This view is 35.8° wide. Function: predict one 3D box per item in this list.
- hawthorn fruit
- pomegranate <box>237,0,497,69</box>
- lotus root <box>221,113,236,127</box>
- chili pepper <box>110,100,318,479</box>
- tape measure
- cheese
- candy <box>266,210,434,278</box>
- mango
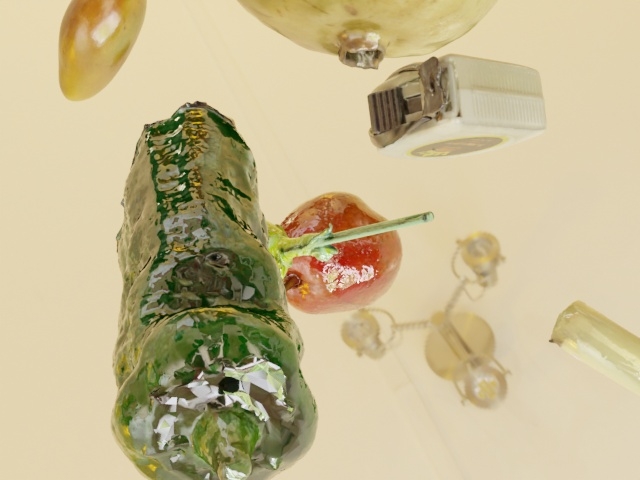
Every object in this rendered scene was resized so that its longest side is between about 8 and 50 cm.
[{"bbox_3d":[0.004,0.034,1.484,0.196,0.197,0.225,21,-144,33],"label":"hawthorn fruit"},{"bbox_3d":[0.040,-0.334,1.011,0.332,0.332,0.333,-12,-121,20],"label":"pomegranate"},{"bbox_3d":[-0.201,-0.172,1.796,0.095,0.159,0.135,22,-101,3],"label":"lotus root"},{"bbox_3d":[-0.066,0.039,0.540,0.136,0.099,0.270,-52,-149,16],"label":"chili pepper"},{"bbox_3d":[0.163,-0.192,1.413,0.231,0.271,0.133,-11,-94,44],"label":"tape measure"},{"bbox_3d":[0.338,0.141,0.936,0.255,0.127,0.050,32,-87,16],"label":"cheese"},{"bbox_3d":[0.002,0.001,1.029,0.262,0.077,0.073,-13,-162,34],"label":"candy"},{"bbox_3d":[-0.362,-0.322,1.591,0.253,0.113,0.138,-54,-177,35],"label":"mango"}]
